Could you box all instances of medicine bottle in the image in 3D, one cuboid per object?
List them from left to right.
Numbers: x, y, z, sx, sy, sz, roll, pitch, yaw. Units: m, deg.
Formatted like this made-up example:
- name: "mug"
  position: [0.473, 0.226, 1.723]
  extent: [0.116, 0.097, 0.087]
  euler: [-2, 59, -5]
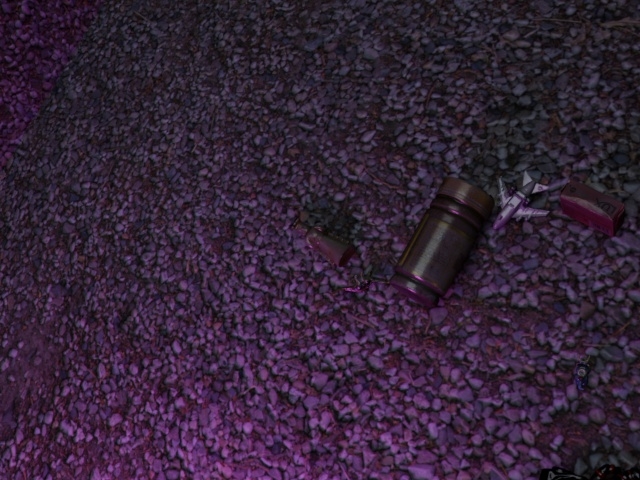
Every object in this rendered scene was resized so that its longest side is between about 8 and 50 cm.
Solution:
- name: "medicine bottle"
  position: [0.318, 0.006, 1.780]
  extent: [0.151, 0.151, 0.323]
  euler: [26, 82, 32]

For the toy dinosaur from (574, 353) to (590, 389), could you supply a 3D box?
- name: "toy dinosaur"
  position: [0.608, 0.308, 1.570]
  extent: [0.030, 0.047, 0.083]
  euler: [5, 70, 26]

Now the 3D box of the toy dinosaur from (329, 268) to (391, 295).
- name: "toy dinosaur"
  position: [0.111, 0.116, 1.902]
  extent: [0.180, 0.037, 0.058]
  euler: [-18, 57, 17]

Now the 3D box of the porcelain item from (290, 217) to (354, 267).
- name: "porcelain item"
  position: [0.000, 0.000, 1.996]
  extent: [0.213, 0.054, 0.084]
  euler: [32, 82, 32]

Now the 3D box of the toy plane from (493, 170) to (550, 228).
- name: "toy plane"
  position: [0.516, -0.099, 1.785]
  extent: [0.162, 0.065, 0.171]
  euler: [42, 85, 22]

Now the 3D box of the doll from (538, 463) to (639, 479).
- name: "doll"
  position: [0.572, 0.556, 1.465]
  extent: [0.248, 0.088, 0.127]
  euler: [-15, 42, 10]

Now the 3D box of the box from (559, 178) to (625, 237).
- name: "box"
  position: [0.671, -0.081, 1.671]
  extent: [0.156, 0.111, 0.060]
  euler: [32, 84, 31]
